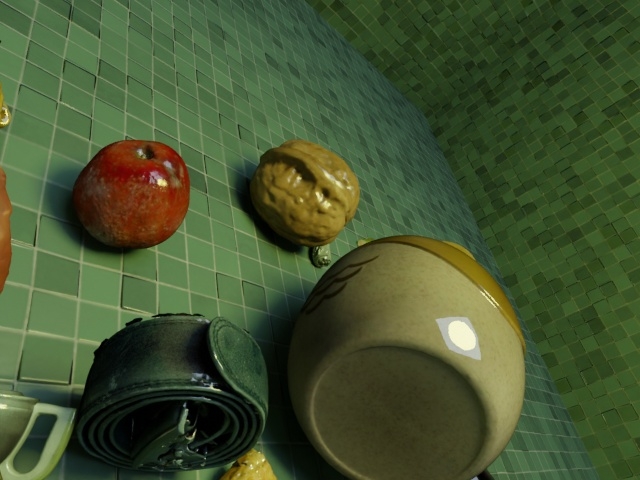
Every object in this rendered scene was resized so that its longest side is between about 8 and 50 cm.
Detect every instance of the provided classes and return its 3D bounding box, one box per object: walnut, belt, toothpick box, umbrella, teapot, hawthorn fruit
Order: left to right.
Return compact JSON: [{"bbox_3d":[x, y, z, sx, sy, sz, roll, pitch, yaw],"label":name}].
[{"bbox_3d":[-0.322,0.191,0.473,0.092,0.124,0.090,61,34,-65],"label":"teapot"},{"bbox_3d":[-0.282,-0.073,0.753,0.173,0.173,0.172,38,33,-30],"label":"hawthorn fruit"},{"bbox_3d":[-0.162,0.185,0.561,0.207,0.267,0.116,13,44,-19],"label":"belt"},{"bbox_3d":[-0.039,-0.114,1.117,0.257,0.257,0.224,46,67,-17],"label":"walnut"},{"bbox_3d":[0.000,0.000,1.226,0.067,0.062,0.143,81,6,-58],"label":"umbrella"},{"bbox_3d":[0.159,0.195,0.897,0.409,0.409,0.425,51,23,-8],"label":"toothpick box"}]

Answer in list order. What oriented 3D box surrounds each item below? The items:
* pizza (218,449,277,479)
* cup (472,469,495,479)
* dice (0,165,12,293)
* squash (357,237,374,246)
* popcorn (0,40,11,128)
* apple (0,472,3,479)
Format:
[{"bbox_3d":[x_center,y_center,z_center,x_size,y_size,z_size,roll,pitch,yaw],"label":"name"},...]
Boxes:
[{"bbox_3d":[-0.070,0.463,0.615,0.287,0.075,0.280,51,32,-12],"label":"pizza"},{"bbox_3d":[0.316,0.587,1.041,0.166,0.239,0.177,-28,74,-20],"label":"cup"},{"bbox_3d":[-0.416,-0.009,0.469,0.174,0.179,0.174,7,52,-54],"label":"dice"},{"bbox_3d":[0.141,0.007,1.472,0.083,0.027,0.027,-7,65,-60],"label":"squash"},{"bbox_3d":[-0.472,-0.168,0.601,0.140,0.163,0.194,13,79,-28],"label":"popcorn"},{"bbox_3d":[-0.340,0.207,0.274,0.292,0.254,0.292,33,34,-26],"label":"apple"}]
